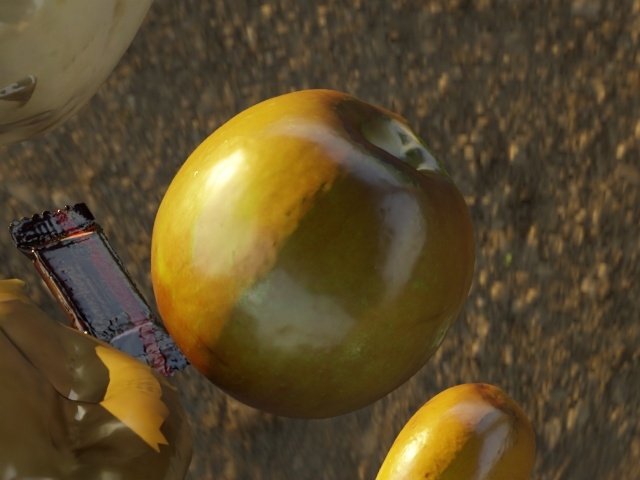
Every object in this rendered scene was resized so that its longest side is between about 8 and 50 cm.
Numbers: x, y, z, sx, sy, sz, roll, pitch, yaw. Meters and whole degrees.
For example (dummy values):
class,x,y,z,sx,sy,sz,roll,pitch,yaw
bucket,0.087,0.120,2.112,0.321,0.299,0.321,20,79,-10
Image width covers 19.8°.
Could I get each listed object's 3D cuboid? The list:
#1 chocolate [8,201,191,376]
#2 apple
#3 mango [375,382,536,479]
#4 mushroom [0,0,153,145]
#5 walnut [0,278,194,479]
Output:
class,x,y,z,sx,sy,sz,roll,pitch,yaw
chocolate,-0.184,0.046,1.509,0.086,0.028,0.182,-23,65,-37
apple,0.003,0.004,0.888,0.163,0.147,0.146,-12,50,-45
mango,0.096,0.220,1.569,0.112,0.145,0.219,36,78,22
mushroom,-0.302,-0.250,1.498,0.336,0.314,0.314,17,71,10
walnut,-0.233,0.174,0.930,0.384,0.383,0.383,-2,69,4
